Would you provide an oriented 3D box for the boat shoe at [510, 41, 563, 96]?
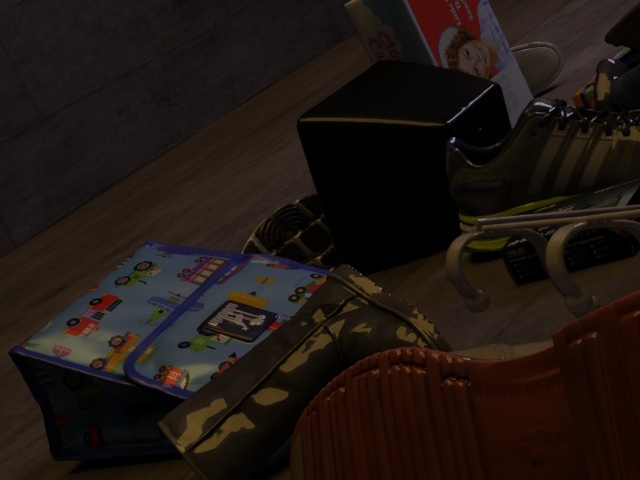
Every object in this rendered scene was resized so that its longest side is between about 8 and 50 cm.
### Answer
[{"bbox_3d":[0.239,-0.222,1.883,0.233,0.084,0.079,-28,13,8],"label":"boat shoe"}]

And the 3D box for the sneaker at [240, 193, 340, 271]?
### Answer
[{"bbox_3d":[0.000,0.000,1.526,0.279,0.107,0.118,-34,-4,-41],"label":"sneaker"}]

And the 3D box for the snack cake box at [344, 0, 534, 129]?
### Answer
[{"bbox_3d":[0.155,-0.201,1.556,0.089,0.264,0.152,-14,18,47],"label":"snack cake box"}]

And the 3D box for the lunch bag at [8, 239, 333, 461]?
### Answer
[{"bbox_3d":[-0.106,0.110,1.245,0.293,0.138,0.221,0,29,35],"label":"lunch bag"}]

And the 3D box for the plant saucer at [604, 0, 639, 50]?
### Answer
[{"bbox_3d":[0.451,-0.310,1.509,0.278,0.041,0.278,-38,-4,-3],"label":"plant saucer"}]

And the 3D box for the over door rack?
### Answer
[{"bbox_3d":[0.287,-0.006,0.928,0.324,0.108,0.239,-18,7,-32],"label":"over door rack"}]

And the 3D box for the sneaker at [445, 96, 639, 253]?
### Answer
[{"bbox_3d":[0.251,-0.088,1.239,0.300,0.121,0.111,-23,14,19],"label":"sneaker"}]

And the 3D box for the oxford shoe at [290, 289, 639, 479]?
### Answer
[{"bbox_3d":[0.133,0.120,0.740,0.146,0.140,0.397,2,-14,-39],"label":"oxford shoe"}]

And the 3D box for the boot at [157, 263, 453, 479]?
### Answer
[{"bbox_3d":[-0.010,0.125,1.031,0.208,0.076,0.190,-38,35,-16],"label":"boot"}]

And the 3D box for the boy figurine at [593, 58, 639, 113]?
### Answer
[{"bbox_3d":[0.393,-0.184,1.239,0.285,0.177,0.092,-30,43,46],"label":"boy figurine"}]

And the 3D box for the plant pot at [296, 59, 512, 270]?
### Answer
[{"bbox_3d":[0.114,-0.087,1.424,0.167,0.187,0.188,-1,27,37],"label":"plant pot"}]

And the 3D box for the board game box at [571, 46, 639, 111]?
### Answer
[{"bbox_3d":[0.401,-0.204,1.564,0.141,0.048,0.170,-17,16,42],"label":"board game box"}]

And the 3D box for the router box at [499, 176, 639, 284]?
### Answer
[{"bbox_3d":[0.233,-0.010,1.158,0.122,0.038,0.092,-18,15,37],"label":"router box"}]
